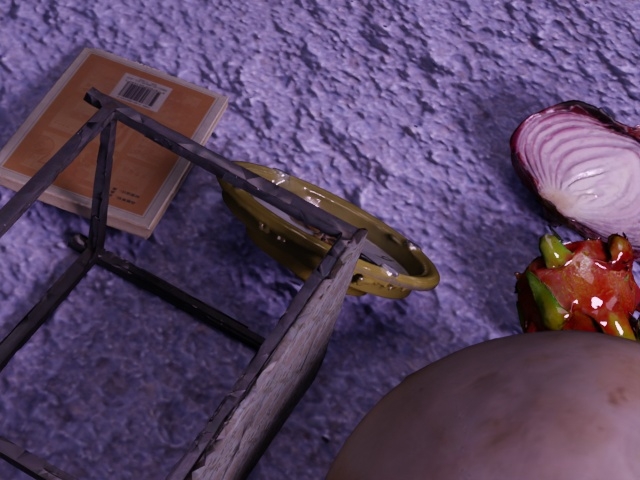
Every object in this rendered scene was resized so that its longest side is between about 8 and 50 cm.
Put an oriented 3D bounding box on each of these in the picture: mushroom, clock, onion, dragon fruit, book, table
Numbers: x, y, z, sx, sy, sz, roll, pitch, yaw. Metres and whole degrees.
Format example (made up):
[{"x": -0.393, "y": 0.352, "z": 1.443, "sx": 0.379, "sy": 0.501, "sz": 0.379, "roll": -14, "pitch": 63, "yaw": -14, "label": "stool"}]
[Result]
[{"x": 0.174, "y": 0.245, "z": 1.114, "sx": 0.362, "sy": 0.294, "sz": 0.362, "roll": -17, "pitch": 30, "yaw": 10, "label": "mushroom"}, {"x": 0.000, "y": 0.000, "z": 1.344, "sx": 0.237, "sy": 0.057, "sz": 0.237, "roll": 27, "pitch": 13, "yaw": -7, "label": "clock"}, {"x": 0.298, "y": -0.057, "z": 1.478, "sx": 0.151, "sy": 0.098, "sz": 0.206, "roll": -37, "pitch": 67, "yaw": -9, "label": "onion"}, {"x": 0.264, "y": 0.069, "z": 1.349, "sx": 0.142, "sy": 0.138, "sz": 0.175, "roll": -11, "pitch": 64, "yaw": -49, "label": "dragon fruit"}, {"x": -0.206, "y": -0.105, "z": 1.433, "sx": 0.170, "sy": 0.018, "sz": 0.241, "roll": 20, "pitch": 41, "yaw": 4, "label": "book"}, {"x": -0.174, "y": 0.099, "z": 1.167, "sx": 0.272, "sy": 0.222, "sz": 0.335, "roll": 29, "pitch": 50, "yaw": 9, "label": "table"}]
